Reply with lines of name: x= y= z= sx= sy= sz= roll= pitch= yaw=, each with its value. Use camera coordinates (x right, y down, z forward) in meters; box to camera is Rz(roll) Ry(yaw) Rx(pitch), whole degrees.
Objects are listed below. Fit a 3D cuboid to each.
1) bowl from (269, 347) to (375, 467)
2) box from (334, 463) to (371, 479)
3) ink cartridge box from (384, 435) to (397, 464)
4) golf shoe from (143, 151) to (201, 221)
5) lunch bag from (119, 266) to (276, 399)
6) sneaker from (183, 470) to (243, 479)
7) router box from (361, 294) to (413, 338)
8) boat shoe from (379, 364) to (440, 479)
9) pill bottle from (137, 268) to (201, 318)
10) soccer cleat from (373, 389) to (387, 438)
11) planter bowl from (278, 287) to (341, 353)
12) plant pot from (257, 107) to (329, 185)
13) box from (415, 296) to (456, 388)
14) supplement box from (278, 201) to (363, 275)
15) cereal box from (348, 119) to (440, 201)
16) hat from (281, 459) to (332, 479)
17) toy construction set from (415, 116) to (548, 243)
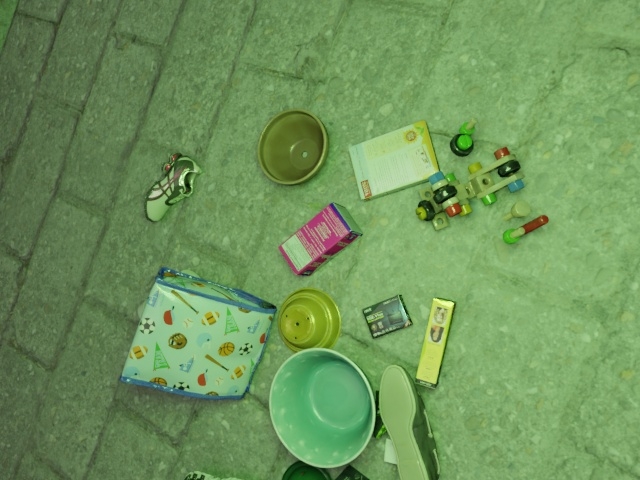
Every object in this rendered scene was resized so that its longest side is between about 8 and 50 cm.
bowl: x=0.027 y=0.454 z=1.317 sx=0.312 sy=0.163 sz=0.311 roll=-3 pitch=83 yaw=22
box: x=0.097 y=0.718 z=1.263 sx=0.158 sy=0.156 sz=0.093 roll=28 pitch=97 yaw=23
ink cartridge box: x=0.237 y=0.589 z=1.286 sx=0.115 sy=0.029 sz=0.062 roll=5 pitch=87 yaw=21
golf shoe: x=-0.530 y=-0.175 z=1.654 sx=0.120 sy=0.105 sz=0.272 roll=31 pitch=97 yaw=16
lunch bag: x=-0.362 y=0.296 z=1.440 sx=0.386 sy=0.239 sz=0.327 roll=19 pitch=94 yaw=-15
sneaker: x=-0.288 y=0.796 z=1.444 sx=0.292 sy=0.118 sz=0.110 roll=4 pitch=54 yaw=26
router box: x=0.192 y=0.219 z=1.338 sx=0.123 sy=0.038 sz=0.092 roll=-25 pitch=75 yaw=19
boat shoe: x=0.238 y=0.495 z=1.235 sx=0.112 sy=0.096 sz=0.334 roll=-19 pitch=77 yaw=36
pill bottle: x=-0.511 y=0.203 z=1.594 sx=0.221 sy=0.121 sz=0.121 roll=-35 pitch=73 yaw=16
soccer cleat: x=0.181 y=0.466 z=1.312 sx=0.072 sy=0.060 sz=0.178 roll=22 pitch=87 yaw=33
planter bowl: x=-0.053 y=0.251 z=1.412 sx=0.217 sy=0.090 sz=0.217 roll=-2 pitch=84 yaw=22
plant pot: x=-0.071 y=-0.282 z=1.463 sx=0.238 sy=0.110 sz=0.237 roll=-3 pitch=83 yaw=22
box: x=0.312 y=0.272 z=1.257 sx=0.058 sy=0.087 sz=0.232 roll=12 pitch=88 yaw=22
supplement box: x=0.000 y=0.000 z=1.403 sx=0.220 sy=0.111 sz=0.113 roll=-38 pitch=72 yaw=16
cereal box: x=0.215 y=-0.231 z=1.369 sx=0.240 sy=0.047 sz=0.172 roll=-16 pitch=79 yaw=21
hat: x=-0.081 y=0.750 z=1.320 sx=0.208 sy=0.184 sz=0.173 roll=-47 pitch=69 yaw=12
toy construction set: x=0.400 y=-0.099 z=1.228 sx=0.309 sy=0.237 sz=0.257 roll=41 pitch=71 yaw=4
